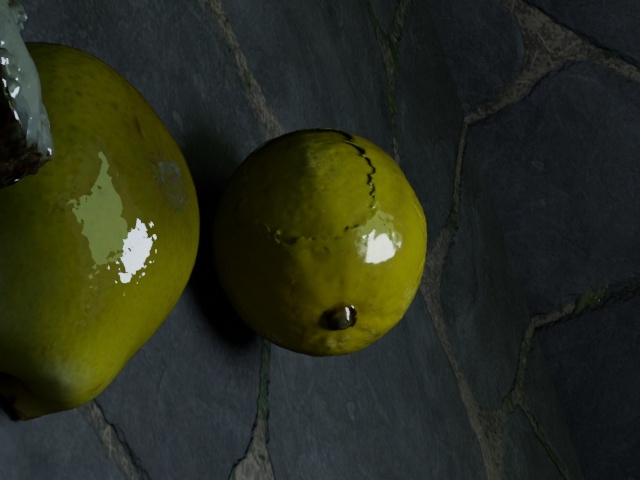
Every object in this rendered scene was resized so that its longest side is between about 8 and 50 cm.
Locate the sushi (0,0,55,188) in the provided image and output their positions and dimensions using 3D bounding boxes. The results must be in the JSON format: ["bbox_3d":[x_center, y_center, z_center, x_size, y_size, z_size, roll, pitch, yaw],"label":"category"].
[{"bbox_3d":[-0.346,-0.172,1.424,0.196,0.182,0.343,34,38,-79],"label":"sushi"}]

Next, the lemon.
[{"bbox_3d":[-0.001,0.000,2.096,0.297,0.297,0.297,-14,90,-70],"label":"lemon"}]

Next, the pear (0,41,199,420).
[{"bbox_3d":[-0.236,-0.031,1.619,0.340,0.191,0.386,42,37,-52],"label":"pear"}]
